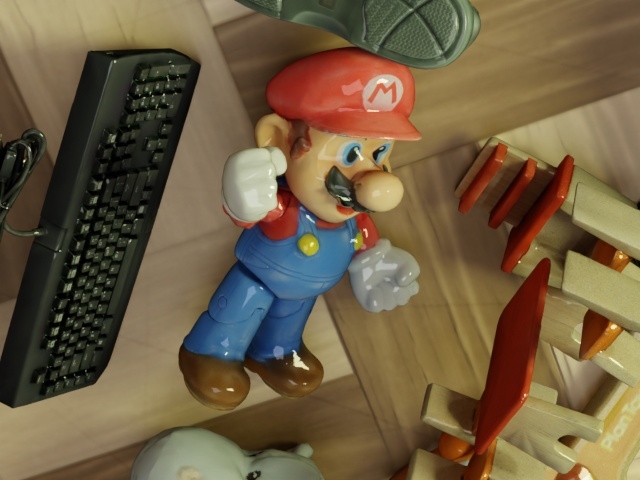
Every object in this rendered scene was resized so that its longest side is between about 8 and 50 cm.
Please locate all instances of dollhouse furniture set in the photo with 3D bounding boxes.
[{"bbox_3d":[0.156,0.051,1.430,0.135,0.259,0.262,25,133,-7],"label":"dollhouse furniture set"}]

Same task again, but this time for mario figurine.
[{"bbox_3d":[0.000,0.000,1.460,0.170,0.198,0.320,23,117,4],"label":"mario figurine"}]

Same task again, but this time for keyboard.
[{"bbox_3d":[-0.200,-0.005,1.472,0.033,0.201,0.317,34,117,33],"label":"keyboard"}]

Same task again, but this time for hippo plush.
[{"bbox_3d":[-0.085,0.292,1.562,0.294,0.234,0.236,24,113,-9],"label":"hippo plush"}]

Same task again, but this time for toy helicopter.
[{"bbox_3d":[0.211,0.189,1.593,0.235,0.140,0.355,31,100,-3],"label":"toy helicopter"}]

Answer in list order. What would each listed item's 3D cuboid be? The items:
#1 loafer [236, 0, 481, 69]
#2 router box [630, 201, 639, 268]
[{"bbox_3d":[0.000,-0.209,1.416,0.267,0.084,0.096,30,109,11],"label":"loafer"},{"bbox_3d":[0.289,-0.006,1.486,0.038,0.122,0.092,37,110,-18],"label":"router box"}]
